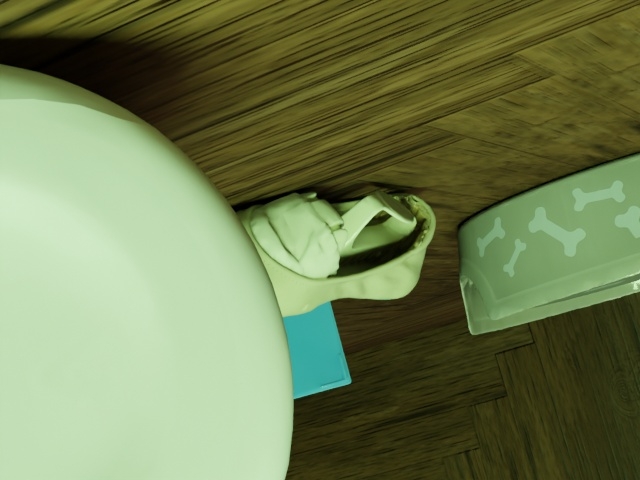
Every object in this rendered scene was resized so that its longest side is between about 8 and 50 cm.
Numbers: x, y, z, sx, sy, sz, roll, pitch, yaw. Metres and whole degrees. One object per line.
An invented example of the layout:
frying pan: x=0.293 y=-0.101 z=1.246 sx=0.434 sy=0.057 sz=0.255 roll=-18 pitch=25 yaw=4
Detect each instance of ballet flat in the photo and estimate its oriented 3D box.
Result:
ballet flat: x=0.000 y=0.000 z=0.915 sx=0.086 sy=0.086 sz=0.248 roll=-21 pitch=172 yaw=34

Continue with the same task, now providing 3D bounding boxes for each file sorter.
file sorter: x=-0.079 y=0.090 z=1.191 sx=0.170 sy=0.118 sz=0.104 roll=-14 pitch=175 yaw=-13

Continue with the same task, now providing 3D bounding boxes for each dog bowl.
dog bowl: x=0.287 y=-0.007 z=1.276 sx=0.349 sy=0.102 sz=0.349 roll=-15 pitch=172 yaw=-2

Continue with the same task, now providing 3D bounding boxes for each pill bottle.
pill bottle: x=-0.168 y=0.089 z=0.607 sx=0.229 sy=0.229 sz=0.408 roll=-13 pitch=171 yaw=-19
